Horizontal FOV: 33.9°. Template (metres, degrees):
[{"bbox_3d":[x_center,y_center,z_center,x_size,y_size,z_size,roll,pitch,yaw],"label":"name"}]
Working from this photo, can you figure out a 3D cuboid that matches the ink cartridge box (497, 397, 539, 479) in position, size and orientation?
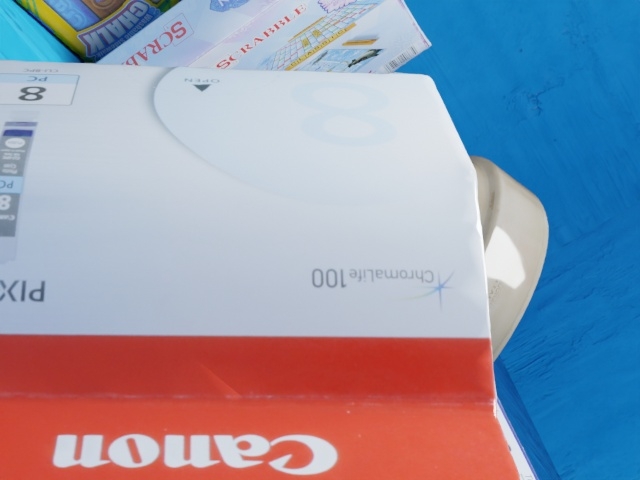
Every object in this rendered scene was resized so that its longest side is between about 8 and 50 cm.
[{"bbox_3d":[0.122,0.230,1.156,0.224,0.045,0.223,12,31,-22],"label":"ink cartridge box"}]

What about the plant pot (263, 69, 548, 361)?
[{"bbox_3d":[0.000,0.000,0.983,0.280,0.323,0.323,37,17,-18],"label":"plant pot"}]

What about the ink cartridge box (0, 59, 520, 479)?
[{"bbox_3d":[-0.063,0.014,0.544,0.385,0.308,0.091,-101,-165,-60],"label":"ink cartridge box"}]

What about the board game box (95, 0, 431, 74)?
[{"bbox_3d":[-0.056,-0.194,1.138,0.066,0.319,0.318,59,9,16],"label":"board game box"}]

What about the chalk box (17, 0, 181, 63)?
[{"bbox_3d":[-0.223,-0.309,1.103,0.289,0.179,0.180,45,15,-53],"label":"chalk box"}]
